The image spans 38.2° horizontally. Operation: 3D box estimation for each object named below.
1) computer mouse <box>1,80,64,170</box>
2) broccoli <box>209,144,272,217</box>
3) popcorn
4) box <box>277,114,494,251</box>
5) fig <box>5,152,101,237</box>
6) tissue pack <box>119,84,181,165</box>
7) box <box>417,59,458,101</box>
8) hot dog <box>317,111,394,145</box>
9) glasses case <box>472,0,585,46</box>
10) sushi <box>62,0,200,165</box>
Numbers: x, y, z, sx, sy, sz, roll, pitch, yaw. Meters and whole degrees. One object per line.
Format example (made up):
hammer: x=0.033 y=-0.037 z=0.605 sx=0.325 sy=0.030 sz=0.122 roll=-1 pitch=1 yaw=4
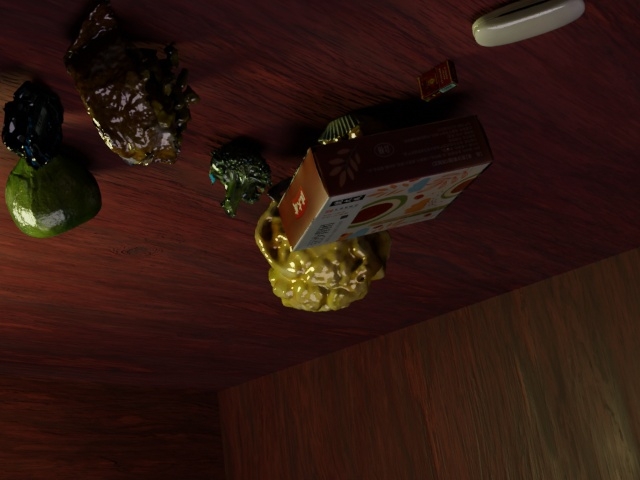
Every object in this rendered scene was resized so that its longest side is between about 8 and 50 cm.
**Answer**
computer mouse: x=-0.550 y=-0.216 z=1.740 sx=0.078 sy=0.146 sz=0.241 roll=11 pitch=162 yaw=2
broccoli: x=-0.185 y=-0.133 z=2.059 sx=0.154 sy=0.160 sz=0.167 roll=23 pitch=166 yaw=-5
popcorn: x=0.000 y=0.000 z=2.322 sx=0.349 sy=0.349 sz=0.381 roll=-20 pitch=118 yaw=29
box: x=0.133 y=-0.121 z=2.034 sx=0.385 sy=0.122 sz=0.344 roll=-13 pitch=165 yaw=-18
fig: x=-0.581 y=-0.132 z=1.956 sx=0.203 sy=0.203 sz=0.235 roll=-10 pitch=120 yaw=5
tissue pack: x=-0.327 y=-0.226 z=1.761 sx=0.109 sy=0.148 sz=0.060 roll=-13 pitch=155 yaw=14
box: x=0.236 y=-0.321 z=1.866 sx=0.023 sy=0.051 sz=0.082 roll=14 pitch=150 yaw=-44
hot dog: x=0.099 y=-0.205 z=2.083 sx=0.163 sy=0.081 sz=0.270 roll=-14 pitch=160 yaw=19
glasses case: x=0.380 y=-0.406 z=1.695 sx=0.204 sy=0.051 sz=0.081 roll=-14 pitch=160 yaw=15
sushi: x=-0.321 y=-0.262 z=1.603 sx=0.179 sy=0.296 sz=0.167 roll=-27 pitch=-167 yaw=4
